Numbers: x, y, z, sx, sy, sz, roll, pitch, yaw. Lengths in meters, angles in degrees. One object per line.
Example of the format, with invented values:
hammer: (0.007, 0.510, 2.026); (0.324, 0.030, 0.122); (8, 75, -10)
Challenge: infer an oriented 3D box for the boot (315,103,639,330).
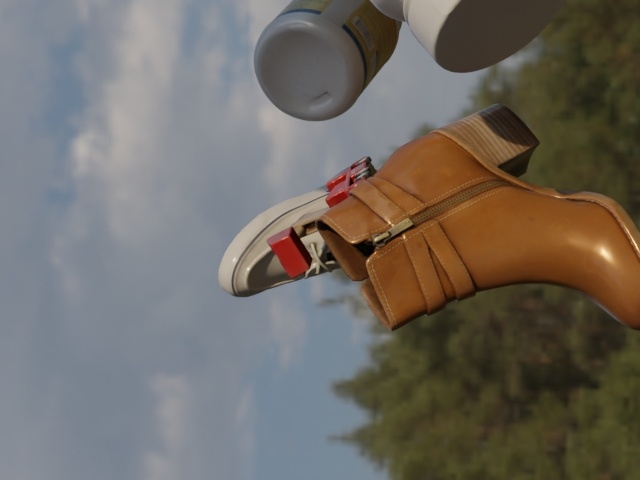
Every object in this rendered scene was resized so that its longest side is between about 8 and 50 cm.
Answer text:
boot: (0.152, 0.017, 1.400); (0.220, 0.283, 0.109); (-32, -21, -20)

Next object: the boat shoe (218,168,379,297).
boat shoe: (0.000, 0.000, 1.912); (0.268, 0.088, 0.096); (-27, -49, -31)

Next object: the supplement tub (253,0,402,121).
supplement tub: (0.015, -0.253, 1.980); (0.199, 0.144, 0.144); (-54, -36, -51)

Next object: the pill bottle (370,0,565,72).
pill bottle: (0.075, -0.283, 1.291); (0.283, 0.160, 0.160); (56, 177, 27)

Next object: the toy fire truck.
toy fire truck: (0.010, -0.030, 1.796); (0.047, 0.135, 0.192); (57, -171, -11)
